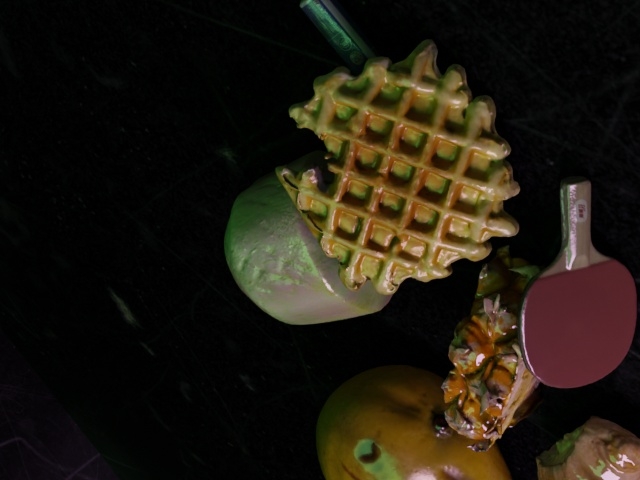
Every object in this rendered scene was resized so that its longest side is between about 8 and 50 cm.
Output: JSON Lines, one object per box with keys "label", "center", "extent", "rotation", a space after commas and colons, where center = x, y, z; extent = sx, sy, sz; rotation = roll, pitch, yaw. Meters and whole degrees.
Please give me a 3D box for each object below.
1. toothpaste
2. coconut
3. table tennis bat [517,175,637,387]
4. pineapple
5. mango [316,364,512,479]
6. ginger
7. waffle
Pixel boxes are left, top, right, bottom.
{"label": "toothpaste", "center": [0.036, -0.215, 1.159], "extent": [0.197, 0.035, 0.057], "rotation": [49, 158, -12]}
{"label": "coconut", "center": [0.000, 0.000, 1.302], "extent": [0.236, 0.204, 0.236], "rotation": [9, 109, 27]}
{"label": "table tennis bat", "center": [0.277, 0.049, 1.130], "extent": [0.022, 0.138, 0.246], "rotation": [-124, 26, -65]}
{"label": "pineapple", "center": [0.225, 0.132, 1.256], "extent": [0.114, 0.186, 0.236], "rotation": [30, 104, 32]}
{"label": "mango", "center": [0.145, 0.366, 1.558], "extent": [0.301, 0.220, 0.445], "rotation": [20, 145, 31]}
{"label": "ginger", "center": [0.393, 0.321, 1.300], "extent": [0.276, 0.130, 0.221], "rotation": [14, 129, 32]}
{"label": "waffle", "center": [0.083, -0.074, 1.133], "extent": [0.250, 0.056, 0.261], "rotation": [-26, 98, 19]}
